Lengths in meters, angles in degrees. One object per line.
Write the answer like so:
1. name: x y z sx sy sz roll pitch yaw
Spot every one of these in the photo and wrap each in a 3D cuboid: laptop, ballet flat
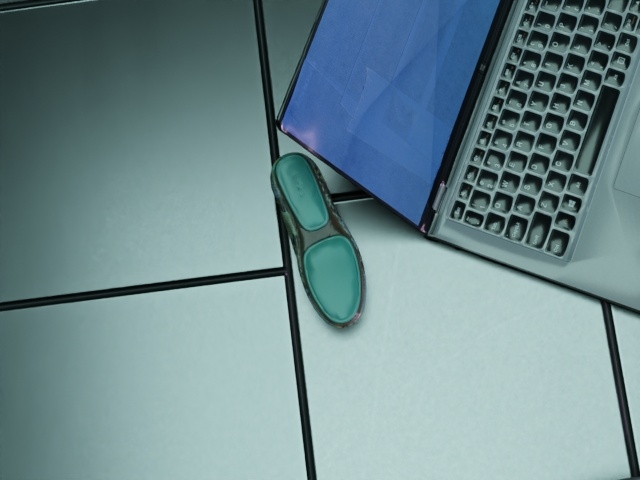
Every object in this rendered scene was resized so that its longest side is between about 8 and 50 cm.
1. laptop: 0.221 -0.181 1.071 0.407 0.236 0.382 20 81 7
2. ballet flat: 0.000 0.000 1.134 0.070 0.070 0.188 -17 82 0

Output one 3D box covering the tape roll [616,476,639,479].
1. tape roll: 0.331 0.415 1.021 0.392 0.072 0.392 0 77 2
